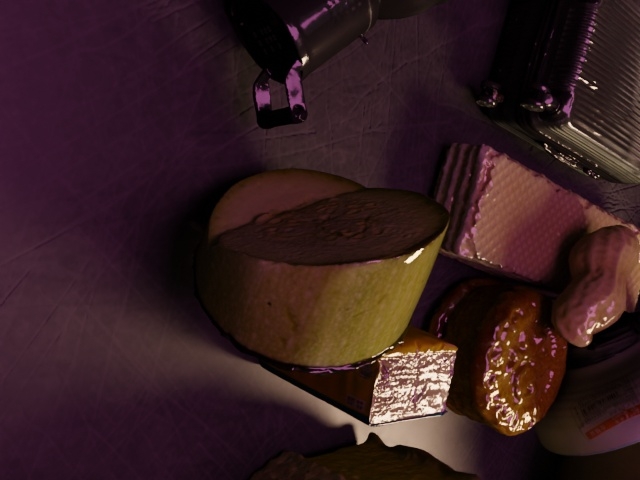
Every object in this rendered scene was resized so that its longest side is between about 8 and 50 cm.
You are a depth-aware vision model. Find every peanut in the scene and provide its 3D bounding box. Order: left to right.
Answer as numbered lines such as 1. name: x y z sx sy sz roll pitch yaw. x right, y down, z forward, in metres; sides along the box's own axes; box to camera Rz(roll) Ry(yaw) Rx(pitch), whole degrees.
1. peanut: 0.332 0.052 1.137 0.082 0.082 0.187 53 52 -36

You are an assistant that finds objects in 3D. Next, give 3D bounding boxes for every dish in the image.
1. dish: 0.378 0.147 1.219 0.273 0.273 0.134 -32 96 -34

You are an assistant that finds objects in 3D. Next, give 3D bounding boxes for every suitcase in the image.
1. suitcase: 0.337 -0.196 1.173 0.312 0.128 0.202 21 85 -44

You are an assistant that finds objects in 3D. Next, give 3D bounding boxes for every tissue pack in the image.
1. tissue pack: 0.035 0.113 0.933 0.120 0.169 0.082 2 102 -43

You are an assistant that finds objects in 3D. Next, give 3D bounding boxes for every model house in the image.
1. model house: 0.021 0.299 0.945 0.234 0.193 0.175 9 93 -41

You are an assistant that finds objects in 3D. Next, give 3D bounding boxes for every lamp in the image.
1. lamp: 0.003 -0.235 0.868 0.227 0.147 0.172 -39 110 -22

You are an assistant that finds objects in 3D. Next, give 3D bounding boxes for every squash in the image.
1. squash: -0.007 0.001 0.833 0.220 0.220 0.133 -26 142 -36

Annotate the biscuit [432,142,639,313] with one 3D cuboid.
1. biscuit: 0.296 -0.002 1.210 0.426 0.078 0.144 21 83 -44

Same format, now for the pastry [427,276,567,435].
1. pastry: 0.216 0.138 1.147 0.188 0.103 0.189 -9 104 -41

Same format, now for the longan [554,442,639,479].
1. longan: 0.465 0.369 1.312 0.297 0.297 0.297 -10 105 -41
